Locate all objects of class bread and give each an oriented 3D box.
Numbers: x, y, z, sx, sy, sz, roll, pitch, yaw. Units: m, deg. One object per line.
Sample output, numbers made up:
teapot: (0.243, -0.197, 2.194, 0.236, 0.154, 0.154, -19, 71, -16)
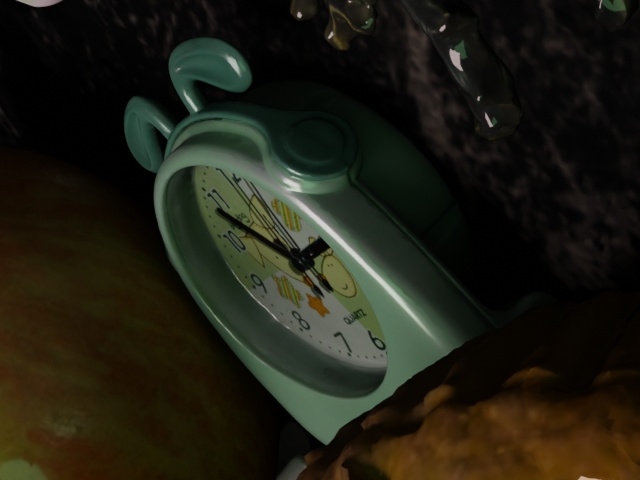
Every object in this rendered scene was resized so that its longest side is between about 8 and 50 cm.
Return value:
bread: (0.112, 0.125, 0.575, 0.274, 0.149, 0.274, 9, 134, 9)

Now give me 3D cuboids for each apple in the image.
apple: (-0.141, 0.093, 0.802, 0.264, 0.264, 0.264, 33, 149, 23)

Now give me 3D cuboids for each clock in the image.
clock: (-0.001, 0.001, 0.684, 0.188, 0.060, 0.148, 50, 152, -6)

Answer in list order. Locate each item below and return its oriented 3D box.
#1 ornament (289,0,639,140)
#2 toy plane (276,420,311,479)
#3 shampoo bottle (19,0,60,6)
ornament: (0.032, -0.135, 0.453, 0.202, 0.080, 0.236, 0, 125, 57)
toy plane: (0.022, 0.170, 0.853, 0.174, 0.080, 0.174, 17, 126, 24)
shampoo bottle: (-0.124, -0.146, 0.677, 0.072, 0.043, 0.099, 37, 151, 16)
